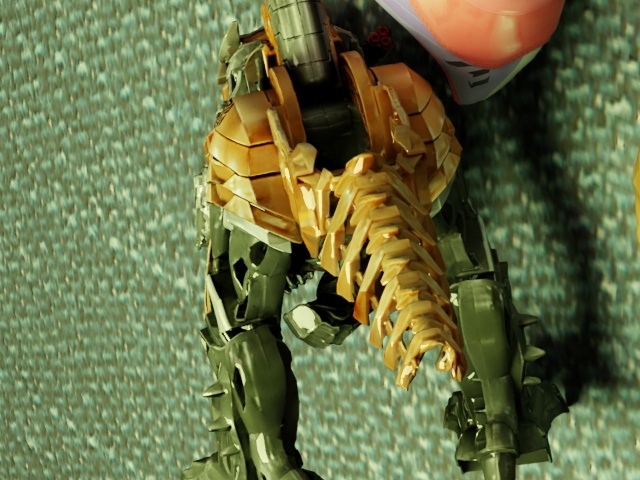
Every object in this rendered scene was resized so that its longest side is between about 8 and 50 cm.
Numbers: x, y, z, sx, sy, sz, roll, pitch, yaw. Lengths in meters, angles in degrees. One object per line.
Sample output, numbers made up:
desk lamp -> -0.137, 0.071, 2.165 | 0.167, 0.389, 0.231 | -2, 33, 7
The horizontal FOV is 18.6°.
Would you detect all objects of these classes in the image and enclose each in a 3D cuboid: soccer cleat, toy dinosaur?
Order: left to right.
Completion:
toy dinosaur -> 0.000, 0.000, 0.777 | 0.164, 0.322, 0.218 | -6, 107, 14
soccer cleat -> 0.010, -0.165, 0.791 | 0.248, 0.083, 0.095 | 53, 149, 20

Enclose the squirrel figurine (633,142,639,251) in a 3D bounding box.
squirrel figurine -> 0.217, 0.150, 0.431 | 0.397, 0.281, 0.370 | 108, 154, -68
